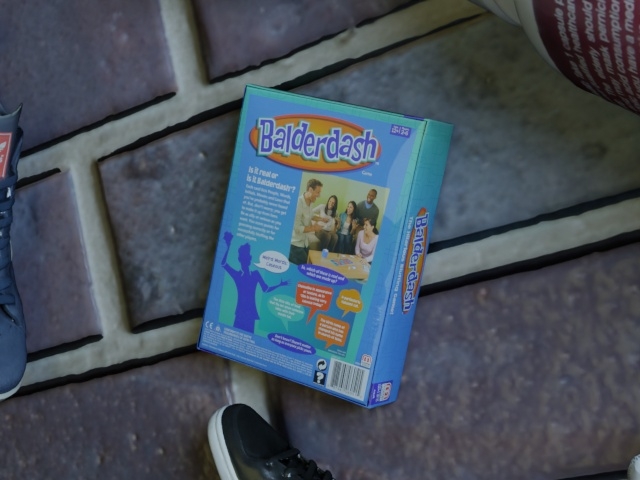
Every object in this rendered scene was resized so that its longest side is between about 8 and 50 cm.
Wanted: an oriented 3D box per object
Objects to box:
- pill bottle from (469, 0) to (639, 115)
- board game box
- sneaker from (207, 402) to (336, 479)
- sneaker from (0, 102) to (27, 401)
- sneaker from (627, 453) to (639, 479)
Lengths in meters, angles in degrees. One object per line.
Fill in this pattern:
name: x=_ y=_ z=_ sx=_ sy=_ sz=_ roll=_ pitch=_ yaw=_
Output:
pill bottle: x=0.240 y=-0.151 z=0.586 sx=0.392 sy=0.224 sz=0.224 roll=37 pitch=109 yaw=42
board game box: x=0.000 y=0.000 z=0.868 sx=0.160 sy=0.047 sz=0.210 roll=16 pitch=99 yaw=30
sneaker: x=0.018 y=0.192 z=0.848 sx=0.121 sy=0.079 sz=0.217 roll=-36 pitch=81 yaw=22
sneaker: x=-0.309 y=-0.038 z=1.002 sx=0.148 sy=0.131 sz=0.350 roll=-27 pitch=76 yaw=33
sneaker: x=0.276 y=0.128 z=0.581 sx=0.210 sy=0.137 sz=0.366 roll=41 pitch=150 yaw=31
